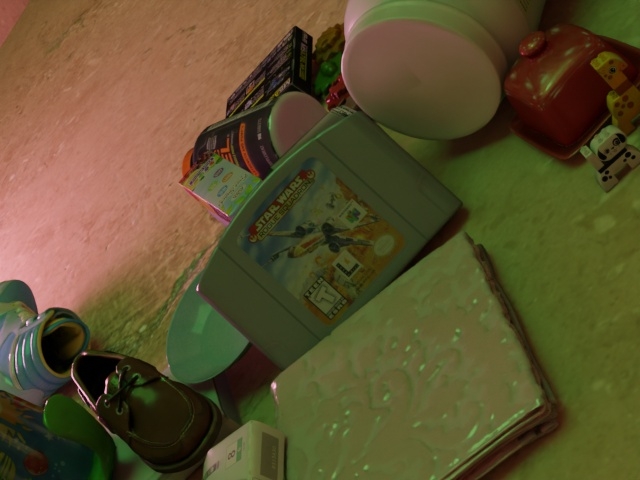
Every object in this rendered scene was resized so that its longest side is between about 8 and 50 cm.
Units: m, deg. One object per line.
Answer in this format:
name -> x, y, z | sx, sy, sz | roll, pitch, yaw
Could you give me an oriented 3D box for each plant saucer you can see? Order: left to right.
plant saucer -> -0.122, 0.102, 1.733 | 0.195, 0.037, 0.195 | -31, 41, 33

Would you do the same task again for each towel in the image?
towel -> 0.084, 0.174, 1.420 | 0.317, 0.053, 0.332 | -40, 29, 15

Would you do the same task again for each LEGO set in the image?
LEGO set -> 0.348, -0.172, 1.426 | 0.227, 0.093, 0.087 | -43, 28, 11

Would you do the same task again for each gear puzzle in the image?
gear puzzle -> 0.055, -0.281, 2.043 | 0.175, 0.044, 0.339 | -46, 27, 6

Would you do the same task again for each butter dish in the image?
butter dish -> 0.273, -0.192, 1.537 | 0.160, 0.118, 0.160 | -48, 28, 3

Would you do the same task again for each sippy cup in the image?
sippy cup -> -0.424, 0.295, 1.735 | 0.305, 0.224, 0.240 | -50, 28, 1

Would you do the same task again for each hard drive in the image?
hard drive -> -0.238, 0.284, 1.764 | 0.307, 0.040, 0.203 | -45, 28, 10

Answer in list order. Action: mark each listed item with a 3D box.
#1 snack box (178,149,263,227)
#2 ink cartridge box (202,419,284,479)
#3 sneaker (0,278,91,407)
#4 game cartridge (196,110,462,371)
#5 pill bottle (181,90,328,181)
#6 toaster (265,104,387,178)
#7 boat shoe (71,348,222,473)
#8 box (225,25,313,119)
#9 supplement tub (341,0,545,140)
snack box -> -0.078, -0.026, 1.773 | 0.070, 0.174, 0.207 | -49, 28, -4
ink cartridge box -> -0.126, 0.325, 1.476 | 0.225, 0.056, 0.181 | -38, 36, 35
sneaker -> -0.450, 0.145, 2.160 | 0.208, 0.127, 0.319 | -39, 39, 23
game cartridge -> 0.000, 0.000, 1.612 | 0.297, 0.198, 0.062 | -48, 2, 3
pill bottle -> -0.101, -0.127, 1.985 | 0.246, 0.130, 0.130 | -17, 41, 47
toaster -> 0.029, -0.083, 1.748 | 0.146, 0.129, 0.227 | -46, 25, -2
boat shoe -> -0.234, 0.208, 1.692 | 0.307, 0.104, 0.110 | 7, 61, 58
box -> -0.086, -0.230, 2.162 | 0.191, 0.045, 0.184 | -44, 28, 28
supplement tub -> 0.165, -0.309, 1.702 | 0.235, 0.235, 0.324 | -21, 36, 42
